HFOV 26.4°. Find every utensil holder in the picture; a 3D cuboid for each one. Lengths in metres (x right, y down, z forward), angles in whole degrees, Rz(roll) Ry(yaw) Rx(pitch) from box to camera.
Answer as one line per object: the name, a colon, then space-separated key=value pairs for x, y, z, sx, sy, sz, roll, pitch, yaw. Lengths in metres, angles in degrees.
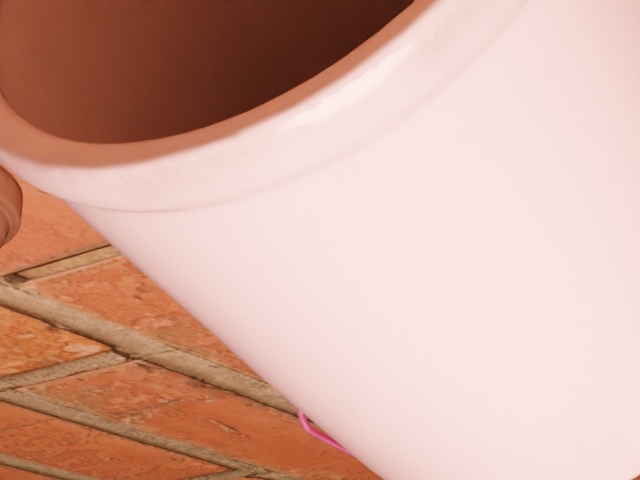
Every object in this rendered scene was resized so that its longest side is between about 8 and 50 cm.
utensil holder: x=0.045 y=-0.061 z=0.738 sx=0.327 sy=0.327 sz=0.385 roll=-12 pitch=141 yaw=25

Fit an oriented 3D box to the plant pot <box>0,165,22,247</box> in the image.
plant pot: x=-0.396 y=-0.001 z=1.249 sx=0.237 sy=0.109 sz=0.237 roll=-1 pitch=157 yaw=0

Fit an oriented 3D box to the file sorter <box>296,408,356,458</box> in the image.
file sorter: x=0.138 y=0.123 z=1.478 sx=0.291 sy=0.182 sz=0.202 roll=-12 pitch=155 yaw=25
